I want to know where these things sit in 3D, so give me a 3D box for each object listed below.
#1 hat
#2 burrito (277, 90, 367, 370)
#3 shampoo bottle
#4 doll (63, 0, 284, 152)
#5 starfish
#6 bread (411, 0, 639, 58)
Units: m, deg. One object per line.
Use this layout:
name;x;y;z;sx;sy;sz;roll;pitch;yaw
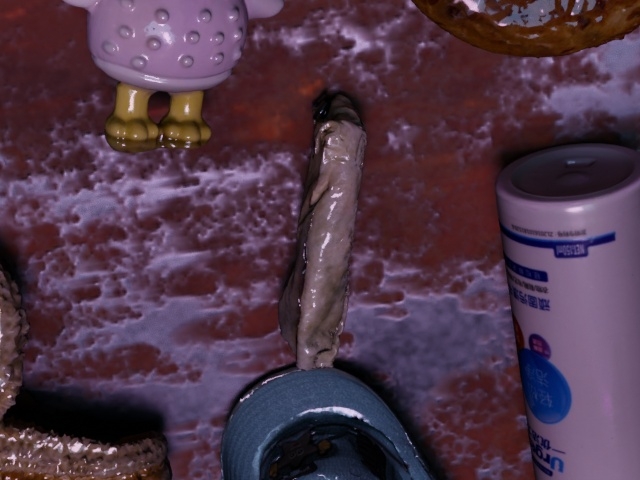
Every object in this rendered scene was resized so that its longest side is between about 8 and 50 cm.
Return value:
hat;0.011;0.176;0.972;0.138;0.078;0.191;-24;112;11
burrito;0.002;0.000;0.909;0.042;0.051;0.171;10;114;2
shampoo bottle;0.167;0.096;0.933;0.092;0.092;0.303;-9;115;3
doll;-0.078;-0.149;0.825;0.129;0.081;0.207;-1;113;-21
starfish;-0.260;0.145;0.941;0.303;0.113;0.312;-27;103;8
bread;0.115;-0.187;0.823;0.193;0.064;0.193;-1;108;-4
